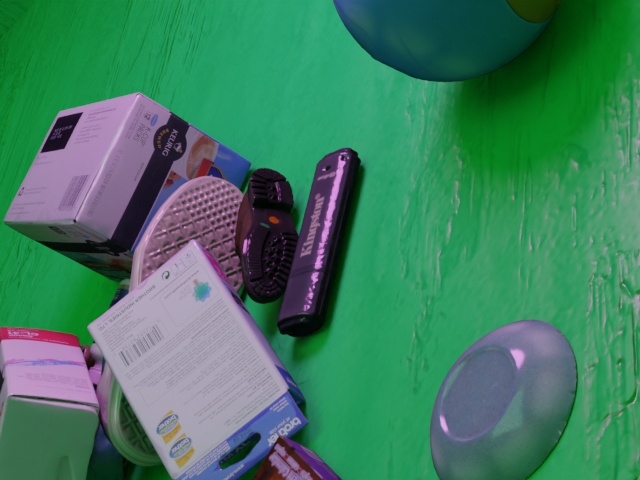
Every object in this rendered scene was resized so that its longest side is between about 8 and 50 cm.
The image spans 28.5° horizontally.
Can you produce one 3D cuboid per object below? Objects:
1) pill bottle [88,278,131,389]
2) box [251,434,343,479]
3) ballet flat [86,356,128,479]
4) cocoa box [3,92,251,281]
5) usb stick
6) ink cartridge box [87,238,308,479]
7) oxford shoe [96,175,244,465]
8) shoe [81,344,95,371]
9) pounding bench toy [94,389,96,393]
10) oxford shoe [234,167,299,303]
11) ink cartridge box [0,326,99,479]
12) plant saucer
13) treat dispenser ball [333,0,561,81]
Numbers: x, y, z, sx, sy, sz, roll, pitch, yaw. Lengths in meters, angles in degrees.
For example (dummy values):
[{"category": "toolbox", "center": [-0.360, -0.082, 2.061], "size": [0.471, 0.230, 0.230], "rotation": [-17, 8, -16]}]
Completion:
[{"category": "pill bottle", "center": [-0.294, 0.152, 1.925], "size": [0.094, 0.094, 0.169], "rotation": [-5, 59, 57]}, {"category": "box", "center": [-0.021, 0.353, 1.326], "size": [0.201, 0.057, 0.293], "rotation": [-59, 28, 0]}, {"category": "ballet flat", "center": [-0.288, 0.235, 1.830], "size": [0.083, 0.087, 0.247], "rotation": [167, 116, -69]}, {"category": "cocoa box", "center": [-0.318, -0.075, 2.046], "size": [0.347, 0.228, 0.232], "rotation": [1, 63, 58]}, {"category": "usb stick", "center": [0.000, 0.000, 1.658], "size": [0.077, 0.045, 0.278], "rotation": [-26, 41, 47]}, {"category": "ink cartridge box", "center": [-0.149, 0.170, 1.579], "size": [0.185, 0.065, 0.311], "rotation": [-39, 56, 4]}, {"category": "oxford shoe", "center": [-0.212, 0.108, 1.782], "size": [0.130, 0.169, 0.449], "rotation": [-39, 33, 58]}, {"category": "shoe", "center": [-0.394, 0.230, 2.021], "size": [0.178, 0.081, 0.063], "rotation": [-39, 33, 31]}, {"category": "pounding bench toy", "center": [-0.349, 0.270, 1.939], "size": [0.065, 0.052, 0.083], "rotation": [-42, 32, 27]}, {"category": "oxford shoe", "center": [-0.079, 0.011, 1.760], "size": [0.227, 0.082, 0.096], "rotation": [-89, 22, -45]}, {"category": "ink cartridge box", "center": [-0.410, 0.275, 1.797], "size": [0.306, 0.131, 0.226], "rotation": [-139, 61, -71]}, {"category": "plant saucer", "center": [0.166, 0.158, 1.245], "size": [0.195, 0.037, 0.195], "rotation": [-38, 33, 31]}, {"category": "treat dispenser ball", "center": [0.149, -0.332, 1.494], "size": [0.288, 0.288, 0.288], "rotation": [-39, 34, 32]}]
